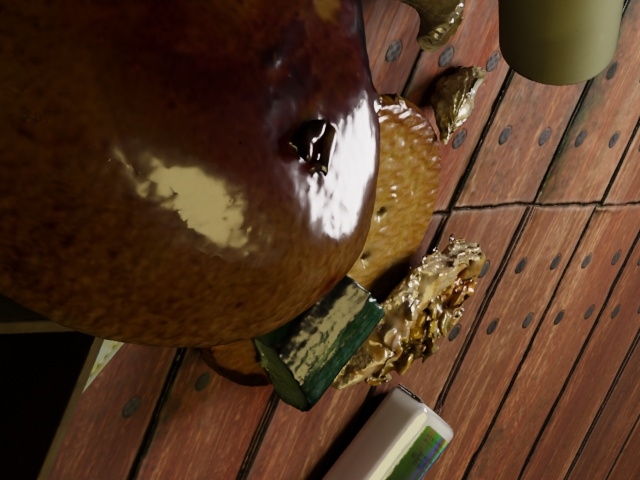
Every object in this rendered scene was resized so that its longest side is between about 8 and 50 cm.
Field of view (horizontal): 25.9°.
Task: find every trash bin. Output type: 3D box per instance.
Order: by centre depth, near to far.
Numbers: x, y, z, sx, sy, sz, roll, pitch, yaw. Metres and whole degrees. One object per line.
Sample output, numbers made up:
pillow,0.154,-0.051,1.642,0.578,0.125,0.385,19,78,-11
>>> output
trash bin,0.205,-0.288,1.122,0.247,0.121,0.243,82,18,-50

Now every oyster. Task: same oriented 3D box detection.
oyster,0.125,-0.129,1.307,0.083,0.038,0.081,-3,110,-77

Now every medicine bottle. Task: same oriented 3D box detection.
medicine bottle,0.052,0.270,1.533,0.219,0.078,0.115,-52,149,-6

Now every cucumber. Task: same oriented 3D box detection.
cucumber,-0.001,0.089,1.244,0.115,0.062,0.116,-51,151,-12

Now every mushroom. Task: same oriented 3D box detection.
mushroom,-0.112,-0.087,0.806,0.345,0.345,0.259,-24,169,-40

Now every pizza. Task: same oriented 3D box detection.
pizza,0.097,0.078,1.377,0.147,0.069,0.226,-56,165,28

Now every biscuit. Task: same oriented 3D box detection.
biscuit,0.000,0.000,1.254,0.305,0.038,0.305,-35,145,-30

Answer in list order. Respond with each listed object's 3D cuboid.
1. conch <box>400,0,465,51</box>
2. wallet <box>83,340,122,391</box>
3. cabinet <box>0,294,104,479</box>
conch,0.091,-0.238,1.065,0.155,0.130,0.207,-44,138,-22
wallet,-0.249,0.051,0.948,0.223,0.077,0.309,-57,149,-4
cabinet,-0.238,0.084,0.776,0.215,0.148,0.175,1,118,-51
